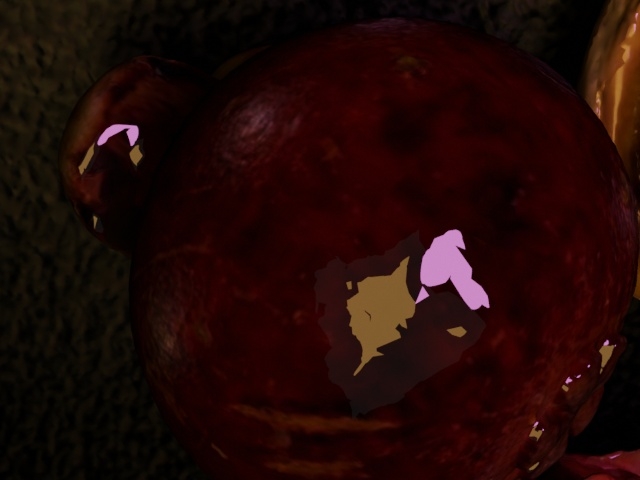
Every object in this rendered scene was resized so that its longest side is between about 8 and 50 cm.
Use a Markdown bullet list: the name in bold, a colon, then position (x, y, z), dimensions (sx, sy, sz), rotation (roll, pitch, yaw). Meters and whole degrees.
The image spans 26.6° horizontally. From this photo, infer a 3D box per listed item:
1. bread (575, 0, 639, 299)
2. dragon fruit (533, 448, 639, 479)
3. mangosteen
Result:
- **bread**: position (0.230, -0.048, 0.589), dimensions (0.236, 0.120, 0.198), rotation (7, 108, -6)
- **dragon fruit**: position (0.104, 0.255, 0.616), dimensions (0.277, 0.277, 0.343), rotation (16, 115, -9)
- **mangosteen**: position (0.000, 0.000, 0.558), dimensions (0.257, 0.215, 0.215), rotation (31, 110, 22)
